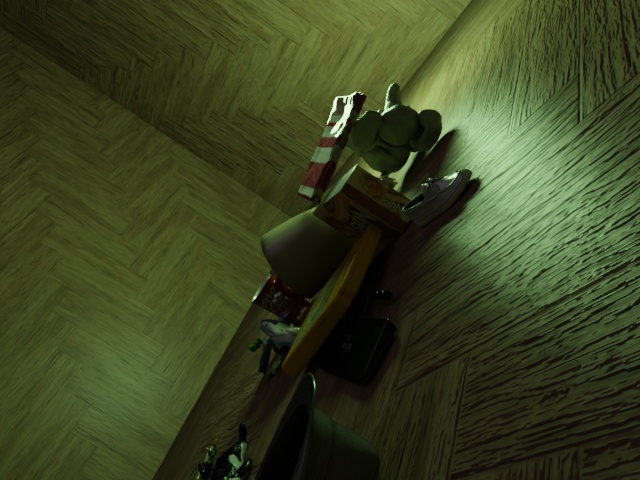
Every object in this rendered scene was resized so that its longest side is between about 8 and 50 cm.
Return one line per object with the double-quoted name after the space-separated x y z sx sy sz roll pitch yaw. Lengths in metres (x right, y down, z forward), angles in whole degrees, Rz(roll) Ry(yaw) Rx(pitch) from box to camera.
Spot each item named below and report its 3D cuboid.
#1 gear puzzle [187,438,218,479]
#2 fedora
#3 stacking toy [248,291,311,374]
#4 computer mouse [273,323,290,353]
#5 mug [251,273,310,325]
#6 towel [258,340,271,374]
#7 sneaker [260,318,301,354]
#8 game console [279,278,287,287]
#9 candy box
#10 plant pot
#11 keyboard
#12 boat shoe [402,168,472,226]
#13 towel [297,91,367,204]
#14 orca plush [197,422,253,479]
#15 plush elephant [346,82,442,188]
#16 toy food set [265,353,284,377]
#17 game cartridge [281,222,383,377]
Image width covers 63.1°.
-0.370 0.730 1.579 0.175 0.044 0.339 -56 4 15 "gear puzzle"
-0.010 0.318 0.643 0.244 0.125 0.275 160 134 -81 "fedora"
-0.128 0.275 1.596 0.167 0.052 0.221 25 80 53 "stacking toy"
-0.121 0.317 1.716 0.071 0.041 0.242 -57 9 10 "computer mouse"
-0.121 0.195 1.722 0.150 0.169 0.113 -47 12 50 "mug"
-0.181 0.378 1.722 0.067 0.029 0.119 127 154 -78 "towel"
-0.109 0.271 1.468 0.237 0.085 0.086 3 81 59 "sneaker"
-0.043 0.048 2.116 0.342 0.060 0.386 -50 2 37 "game console"
0.105 -0.080 1.378 0.087 0.183 0.316 -60 8 -13 "candy box"
0.000 0.000 1.637 0.274 0.256 0.256 -39 12 15 "plant pot"
0.080 0.179 1.036 0.201 0.033 0.317 -64 10 -13 "keyboard"
0.235 -0.096 1.072 0.066 0.063 0.184 -61 8 -31 "boat shoe"
0.020 -0.272 1.527 0.328 0.037 0.237 -67 17 4 "towel"
-0.235 0.539 1.245 0.151 0.102 0.287 -53 8 25 "orca plush"
0.207 -0.333 1.550 0.255 0.272 0.329 111 157 -55 "plush elephant"
-0.144 0.388 1.623 0.083 0.020 0.082 -60 8 -29 "toy food set"
0.028 0.143 1.264 0.323 0.053 0.285 -60 0 39 "game cartridge"
